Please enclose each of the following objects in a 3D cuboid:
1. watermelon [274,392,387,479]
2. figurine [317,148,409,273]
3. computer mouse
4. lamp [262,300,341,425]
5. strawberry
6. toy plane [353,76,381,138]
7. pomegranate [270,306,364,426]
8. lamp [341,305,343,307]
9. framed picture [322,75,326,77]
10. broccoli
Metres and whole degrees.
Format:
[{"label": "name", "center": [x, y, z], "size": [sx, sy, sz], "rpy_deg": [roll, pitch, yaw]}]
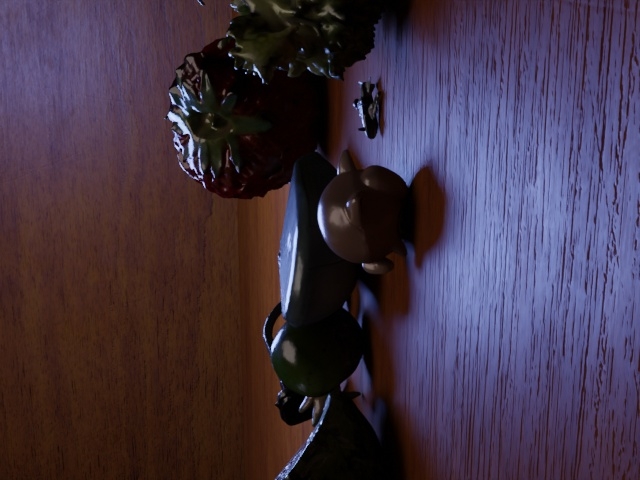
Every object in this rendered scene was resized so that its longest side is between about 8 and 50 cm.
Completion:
[{"label": "watermelon", "center": [0.008, 0.341, 1.802], "size": [0.305, 0.180, 0.224], "rpy_deg": [104, 154, -74]}, {"label": "figurine", "center": [0.057, -0.033, 1.593], "size": [0.125, 0.125, 0.138], "rpy_deg": [-107, 0, -55]}, {"label": "computer mouse", "center": [0.000, 0.000, 1.922], "size": [0.371, 0.122, 0.188], "rpy_deg": [-100, 20, -61]}, {"label": "lamp", "center": [-0.033, 0.202, 2.236], "size": [0.203, 0.124, 0.283], "rpy_deg": [82, -179, -54]}, {"label": "strawberry", "center": [-0.111, -0.228, 2.234], "size": [0.292, 0.310, 0.292], "rpy_deg": [22, 121, 41]}, {"label": "toy plane", "center": [0.064, -0.181, 1.732], "size": [0.078, 0.031, 0.083], "rpy_deg": [171, 99, -68]}, {"label": "pomegranate", "center": [0.000, 0.195, 1.942], "size": [0.131, 0.152, 0.191], "rpy_deg": [21, 127, 37]}, {"label": "lamp", "center": [-0.009, 0.084, 2.060], "size": [0.105, 0.105, 0.105], "rpy_deg": [176, 90, -81]}, {"label": "framed picture", "center": [0.013, -0.418, 2.009], "size": [0.213, 0.016, 0.289], "rpy_deg": [176, 90, -81]}, {"label": "broccoli", "center": [-0.055, -0.367, 1.612], "size": [0.348, 0.281, 0.293], "rpy_deg": [-120, 27, -70]}]
